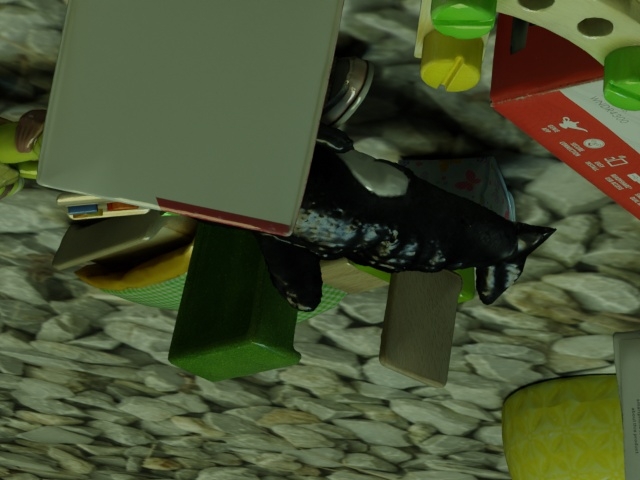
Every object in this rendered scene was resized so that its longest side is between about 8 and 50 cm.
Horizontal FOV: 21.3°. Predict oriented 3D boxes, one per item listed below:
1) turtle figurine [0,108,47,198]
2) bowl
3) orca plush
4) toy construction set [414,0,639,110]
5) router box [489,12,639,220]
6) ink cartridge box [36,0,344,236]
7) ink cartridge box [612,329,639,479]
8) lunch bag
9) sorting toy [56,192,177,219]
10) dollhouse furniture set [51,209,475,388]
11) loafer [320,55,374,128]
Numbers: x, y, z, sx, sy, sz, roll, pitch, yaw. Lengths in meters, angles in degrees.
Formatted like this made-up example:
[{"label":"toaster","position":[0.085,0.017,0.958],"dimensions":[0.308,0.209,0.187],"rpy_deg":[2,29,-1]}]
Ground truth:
[{"label":"turtle figurine","position":[-0.227,-0.066,1.115],"dimensions":[0.217,0.087,0.269],"rpy_deg":[3,158,15]},{"label":"bowl","position":[0.308,0.244,1.602],"dimensions":[0.289,0.156,0.289],"rpy_deg":[8,158,3]},{"label":"orca plush","position":[0.000,0.000,1.065],"dimensions":[0.287,0.102,0.151],"rpy_deg":[23,165,-32]},{"label":"toy construction set","position":[0.135,-0.158,0.694],"dimensions":[0.215,0.151,0.327],"rpy_deg":[12,169,-9]},{"label":"router box","position":[0.307,-0.066,0.920],"dimensions":[0.301,0.082,0.335],"rpy_deg":[-10,152,39]},{"label":"ink cartridge box","position":[-0.066,-0.084,0.876],"dimensions":[0.128,0.127,0.176],"rpy_deg":[11,-173,-4]},{"label":"ink cartridge box","position":[0.385,0.114,1.156],"dimensions":[0.271,0.130,0.309],"rpy_deg":[-7,174,32]},{"label":"lunch bag","position":[0.093,-0.019,1.163],"dimensions":[0.071,0.053,0.083],"rpy_deg":[-3,146,22]},{"label":"sorting toy","position":[-0.128,-0.023,1.113],"dimensions":[0.083,0.012,0.062],"rpy_deg":[-5,170,-2]},{"label":"dollhouse furniture set","position":[-0.057,0.059,1.279],"dimensions":[0.197,0.151,0.301],"rpy_deg":[24,154,-35]},{"label":"loafer","position":[-0.012,-0.086,1.050],"dimensions":[0.039,0.045,0.125],"rpy_deg":[25,157,-21]}]
